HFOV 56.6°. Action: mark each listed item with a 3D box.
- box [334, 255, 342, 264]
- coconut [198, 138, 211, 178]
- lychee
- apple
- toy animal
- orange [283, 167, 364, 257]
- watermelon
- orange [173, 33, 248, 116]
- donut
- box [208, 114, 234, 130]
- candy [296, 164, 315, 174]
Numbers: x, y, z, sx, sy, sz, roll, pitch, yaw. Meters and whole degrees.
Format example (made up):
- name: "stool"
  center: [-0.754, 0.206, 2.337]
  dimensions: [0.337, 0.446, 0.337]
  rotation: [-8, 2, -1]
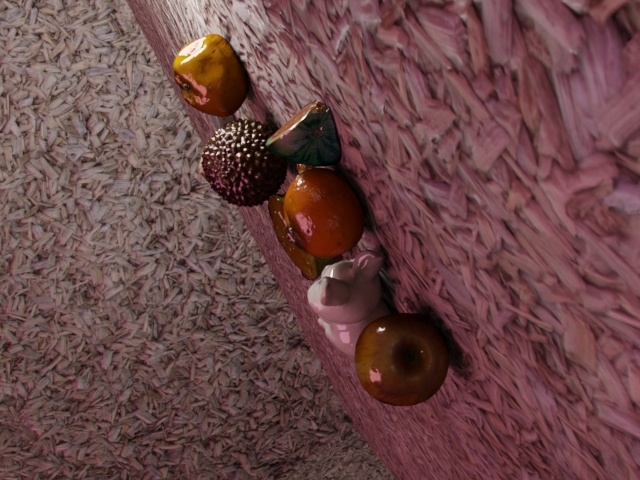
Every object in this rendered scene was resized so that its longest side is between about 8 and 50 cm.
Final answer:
- name: "box"
  center: [0.000, 0.000, 1.835]
  dimensions: [0.156, 0.060, 0.111]
  rotation: [50, 166, 43]
- name: "coconut"
  center: [-0.294, -0.267, 2.000]
  dimensions: [0.224, 0.234, 0.224]
  rotation: [57, 173, 11]
- name: "lychee"
  center: [-0.216, -0.215, 1.735]
  dimensions: [0.267, 0.267, 0.267]
  rotation: [56, 168, 19]
- name: "apple"
  center: [0.179, 0.264, 1.329]
  dimensions: [0.211, 0.211, 0.188]
  rotation: [58, 168, 12]
- name: "toy animal"
  center: [0.094, 0.161, 1.509]
  dimensions: [0.241, 0.196, 0.367]
  rotation: [41, 161, 39]
- name: "orange"
  center: [0.001, -0.062, 1.391]
  dimensions: [0.224, 0.170, 0.224]
  rotation: [54, 167, 18]
- name: "watermelon"
  center: [-0.021, -0.211, 1.335]
  dimensions: [0.146, 0.128, 0.231]
  rotation: [45, 171, -17]
- name: "orange"
  center: [-0.330, -0.476, 1.767]
  dimensions: [0.249, 0.183, 0.249]
  rotation: [57, 167, 21]
- name: "donut"
  center: [-0.041, -0.022, 1.673]
  dimensions: [0.272, 0.107, 0.272]
  rotation: [53, 159, 31]
- name: "box"
  center: [-0.392, -0.510, 2.238]
  dimensions: [0.155, 0.067, 0.243]
  rotation: [52, 166, 31]
- name: "candy"
  center: [-0.010, -0.140, 1.599]
  dimensions: [0.184, 0.049, 0.055]
  rotation: [58, -150, -34]
